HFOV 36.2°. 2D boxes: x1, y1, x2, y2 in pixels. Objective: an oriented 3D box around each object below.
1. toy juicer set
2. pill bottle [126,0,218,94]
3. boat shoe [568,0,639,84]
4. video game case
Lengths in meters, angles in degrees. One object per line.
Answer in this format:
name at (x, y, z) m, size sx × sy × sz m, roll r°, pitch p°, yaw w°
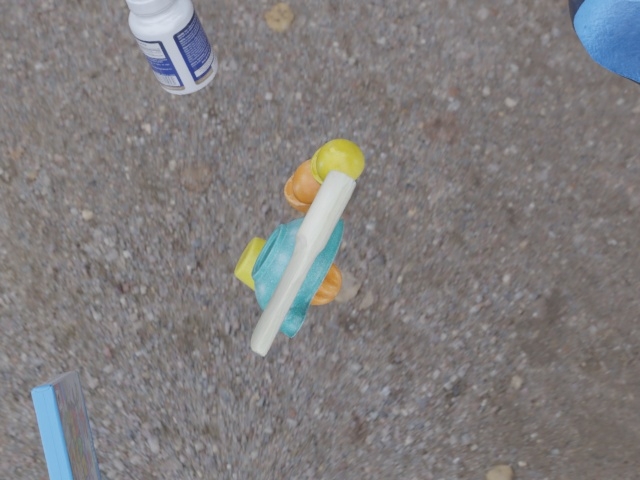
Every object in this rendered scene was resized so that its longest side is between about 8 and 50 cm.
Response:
toy juicer set at (0.000, 0.000, 1.013) m, size 0.089 × 0.329 × 0.209 m, roll 30°, pitch 95°, yaw -10°
pill bottle at (-0.153, -0.211, 0.989) m, size 0.067 × 0.120 × 0.067 m, roll -8°, pitch 53°, yaw 11°
boat shoe at (0.313, -0.155, 0.783) m, size 0.258 × 0.109 × 0.089 m, roll 26°, pitch 33°, yaw -25°
video game case at (-0.167, 0.151, 0.667) m, size 0.015 × 0.166 × 0.119 m, roll -13°, pitch 88°, yaw -10°
